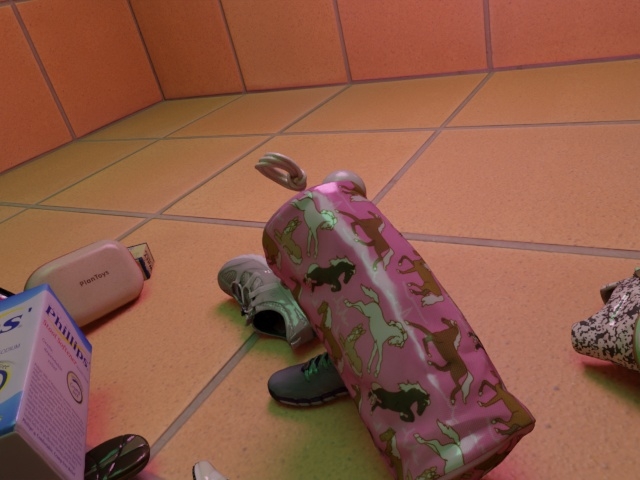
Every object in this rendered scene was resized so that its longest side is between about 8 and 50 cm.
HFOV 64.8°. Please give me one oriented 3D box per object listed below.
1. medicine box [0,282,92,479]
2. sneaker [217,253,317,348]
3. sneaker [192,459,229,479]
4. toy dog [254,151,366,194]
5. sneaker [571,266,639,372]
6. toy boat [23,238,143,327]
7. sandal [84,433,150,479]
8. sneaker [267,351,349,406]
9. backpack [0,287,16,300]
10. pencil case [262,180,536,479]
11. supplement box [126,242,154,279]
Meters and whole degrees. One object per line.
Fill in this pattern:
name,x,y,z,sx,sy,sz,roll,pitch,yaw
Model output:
medicine box,-0.464,0.230,0.656,0.264,0.149,0.289,-22,34,-10
sneaker,-0.107,0.105,0.904,0.281,0.105,0.115,16,40,41
sneaker,-0.098,0.316,0.589,0.075,0.057,0.161,-9,23,-27
toy dog,0.000,0.000,0.898,0.220,0.333,0.161,14,74,21
sneaker,0.497,0.056,0.709,0.410,0.158,0.182,-26,13,-30
toy boat,-0.507,0.104,1.075,0.231,0.151,0.151,-30,-2,-38
sandal,-0.328,0.326,0.656,0.219,0.060,0.090,-20,33,-21
sneaker,0.026,0.173,0.729,0.224,0.098,0.083,-9,29,7
backpack,-0.594,0.171,0.886,0.254,0.225,0.191,4,55,21
pencil case,0.074,0.108,0.606,0.160,0.167,0.386,-21,58,-21
supplement box,-0.446,0.056,1.190,0.083,0.056,0.083,-15,28,-2
